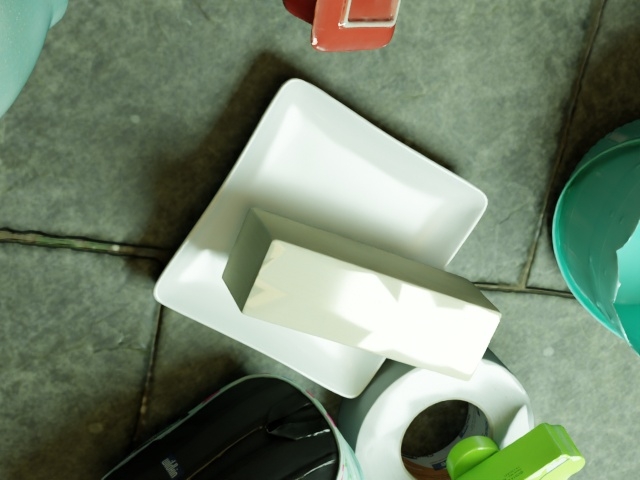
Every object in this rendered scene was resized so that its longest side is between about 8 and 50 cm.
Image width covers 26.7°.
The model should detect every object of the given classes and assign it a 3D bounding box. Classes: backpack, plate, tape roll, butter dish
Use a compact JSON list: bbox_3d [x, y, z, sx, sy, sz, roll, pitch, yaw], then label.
[{"bbox_3d":[-0.078,0.278,1.434,0.253,0.225,0.191,-41,138,-4],"label":"backpack"},{"bbox_3d":[0.000,0.000,1.446,0.277,0.045,0.278,29,100,-24],"label":"plate"},{"bbox_3d":[0.133,0.218,1.557,0.219,0.072,0.219,-6,111,-15],"label":"tape roll"},{"bbox_3d":[0.010,-0.272,1.312,0.160,0.118,0.160,-15,120,-56],"label":"butter dish"}]

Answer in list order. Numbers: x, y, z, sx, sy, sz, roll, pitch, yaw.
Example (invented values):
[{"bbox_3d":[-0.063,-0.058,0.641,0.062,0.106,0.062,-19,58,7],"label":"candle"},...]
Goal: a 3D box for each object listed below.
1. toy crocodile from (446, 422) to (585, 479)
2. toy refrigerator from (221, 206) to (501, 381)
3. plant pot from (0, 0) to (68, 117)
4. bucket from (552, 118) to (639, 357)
[{"bbox_3d":[0.147,0.326,1.500,0.340,0.115,0.105,-38,122,2],"label":"toy crocodile"},{"bbox_3d":[0.041,0.061,1.401,0.269,0.102,0.094,18,104,-23],"label":"toy refrigerator"},{"bbox_3d":[-0.342,-0.220,1.148,0.196,0.293,0.293,-37,120,-30],"label":"plant pot"},{"bbox_3d":[0.405,-0.001,1.496,0.281,0.183,0.281,-6,111,-15],"label":"bucket"}]
